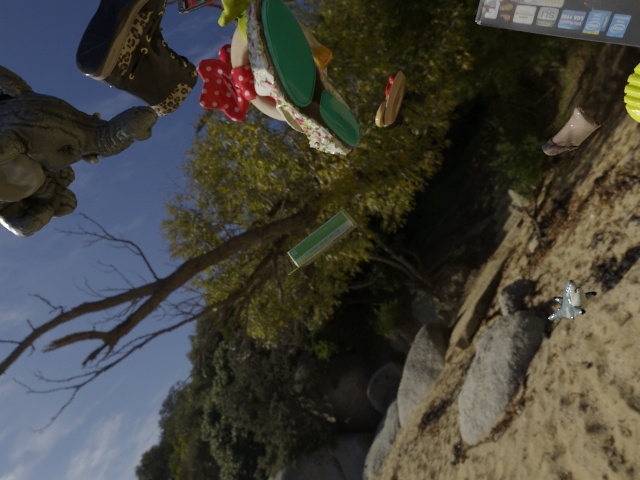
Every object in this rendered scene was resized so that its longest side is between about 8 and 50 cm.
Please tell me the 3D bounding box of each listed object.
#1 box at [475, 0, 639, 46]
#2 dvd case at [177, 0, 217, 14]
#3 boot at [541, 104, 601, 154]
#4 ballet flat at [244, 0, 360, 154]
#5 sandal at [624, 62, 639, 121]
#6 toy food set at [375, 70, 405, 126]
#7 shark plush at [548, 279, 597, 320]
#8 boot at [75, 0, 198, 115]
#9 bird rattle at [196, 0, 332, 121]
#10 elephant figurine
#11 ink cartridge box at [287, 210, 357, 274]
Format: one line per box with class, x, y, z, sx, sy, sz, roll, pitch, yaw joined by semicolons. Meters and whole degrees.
box;0.470;-0.463;0.625;0.097;0.395;0.318;-45;-31;-48
dvd case;-0.221;-0.487;0.811;0.013;0.119;0.087;3;-104;-72
boot;0.415;-0.179;0.722;0.118;0.042;0.087;5;-33;-44
ballet flat;-0.031;-0.175;0.511;0.241;0.077;0.091;43;-124;-52
sandal;0.740;-0.385;0.856;0.138;0.126;0.317;-15;-45;-22
toy food set;0.107;-0.210;0.642;0.082;0.020;0.083;-39;-35;-63
shark plush;0.605;0.151;1.051;0.073;0.067;0.161;-48;-23;-13
boot;-0.436;-0.538;1.145;0.377;0.138;0.284;-64;-21;-3
bird rattle;-0.089;-0.267;0.661;0.143;0.207;0.253;-46;-7;-45
elephant figurine;-0.346;-0.120;0.505;0.239;0.169;0.186;-28;12;45
ink cartridge box;0.000;0.000;1.028;0.171;0.056;0.235;-38;-5;9
